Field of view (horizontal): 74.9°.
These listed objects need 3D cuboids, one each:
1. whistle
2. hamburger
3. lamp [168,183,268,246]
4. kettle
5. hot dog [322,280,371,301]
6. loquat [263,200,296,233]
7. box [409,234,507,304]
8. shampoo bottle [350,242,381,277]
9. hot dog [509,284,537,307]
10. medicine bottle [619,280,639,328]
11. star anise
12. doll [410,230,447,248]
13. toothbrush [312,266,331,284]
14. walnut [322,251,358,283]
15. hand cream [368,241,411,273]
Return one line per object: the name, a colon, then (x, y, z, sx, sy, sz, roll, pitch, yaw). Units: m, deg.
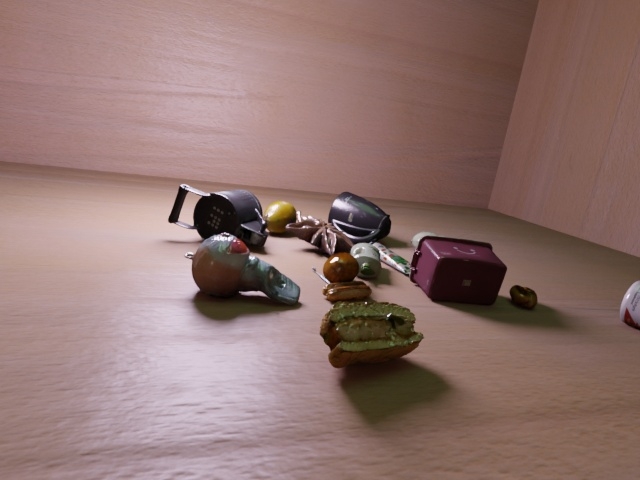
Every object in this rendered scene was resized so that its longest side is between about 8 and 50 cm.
whistle: (-0.215, 0.083, 1.182, 0.348, 0.189, 0.189, 19, 14, -2)
hamburger: (0.106, 0.208, 0.931, 0.262, 0.131, 0.124, 5, 48, -33)
lamp: (-0.376, -0.105, 1.695, 0.374, 0.205, 0.272, 24, 18, -5)
kettle: (0.191, -0.080, 2.026, 0.290, 0.207, 0.268, 26, 50, 27)
hot dog: (0.085, 0.155, 1.286, 0.165, 0.045, 0.071, -1, 15, -31)
loquat: (-0.190, -0.104, 1.911, 0.152, 0.152, 0.195, 21, 23, 40)
box: (0.470, 0.107, 1.427, 0.294, 0.193, 0.167, 7, 23, -8)
shampoo bottle: (0.166, 0.079, 1.540, 0.118, 0.087, 0.234, 12, 15, 3)
hot dog: (0.709, 0.196, 1.468, 0.090, 0.060, 0.140, 14, 22, 6)
medicine bottle: (1.132, 0.244, 1.309, 0.157, 0.157, 0.289, -2, 18, -36)
star anise: (-0.001, -0.024, 1.778, 0.349, 0.109, 0.292, 30, 14, 14)
doll: (0.519, 0.013, 1.937, 0.155, 0.113, 0.275, 0, 17, -18)
toothbrush: (0.006, 0.123, 1.426, 0.011, 0.014, 0.167, -16, 23, -20)
walnut: (0.070, 0.092, 1.383, 0.116, 0.116, 0.207, 12, 5, 13)
hand cream: (0.290, 0.075, 1.698, 0.095, 0.059, 0.276, -5, 24, -34)
